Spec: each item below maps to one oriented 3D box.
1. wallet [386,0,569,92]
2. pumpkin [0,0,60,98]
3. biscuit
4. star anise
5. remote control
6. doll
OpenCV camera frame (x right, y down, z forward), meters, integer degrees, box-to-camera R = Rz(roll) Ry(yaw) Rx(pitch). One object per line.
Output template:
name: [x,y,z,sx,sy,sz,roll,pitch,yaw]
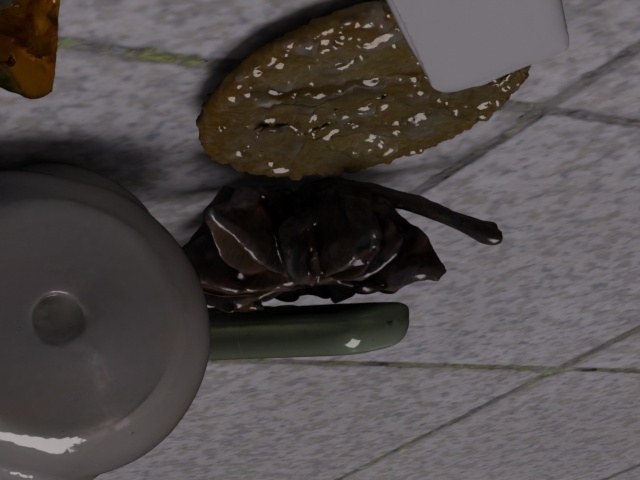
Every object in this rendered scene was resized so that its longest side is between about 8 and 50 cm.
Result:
wallet: [0.082,-0.143,1.046,0.095,0.033,0.190,-18,152,6]
pumpkin: [-0.147,-0.141,0.834,0.107,0.119,0.183,15,151,-16]
biscuit: [0.028,-0.093,1.188,0.220,0.033,0.220,-12,159,-5]
star anise: [0.001,0.000,1.332,0.231,0.089,0.209,-5,174,-35]
remote control: [-0.076,0.070,1.420,0.309,0.038,0.090,-4,-178,36]
doll: [-0.203,0.059,1.248,0.251,0.221,0.221,12,153,-16]
